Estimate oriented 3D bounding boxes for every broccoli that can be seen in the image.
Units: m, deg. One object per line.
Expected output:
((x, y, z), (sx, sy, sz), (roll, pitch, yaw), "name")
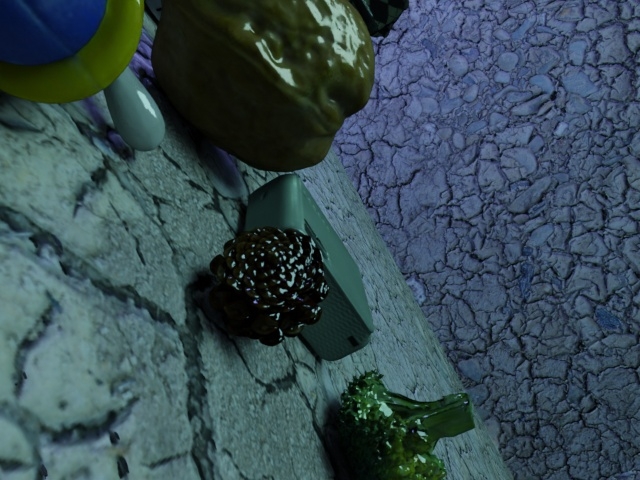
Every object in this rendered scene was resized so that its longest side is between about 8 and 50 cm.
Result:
((0.120, 0.257, 0.663), (0.194, 0.194, 0.219), (66, 7, 21), "broccoli")

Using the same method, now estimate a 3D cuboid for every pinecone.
((-0.059, 0.056, 0.552), (0.120, 0.140, 0.140), (107, -36, -58), "pinecone")

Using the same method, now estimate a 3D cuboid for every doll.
((-0.236, -0.246, 0.413), (0.311, 0.160, 0.242), (57, 13, -3), "doll")

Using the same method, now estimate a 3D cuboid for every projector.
((-0.021, 0.042, 0.780), (0.250, 0.108, 0.198), (56, 12, -29), "projector")

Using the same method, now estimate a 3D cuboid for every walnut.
((-0.094, -0.284, 0.757), (0.344, 0.306, 0.306), (32, 21, -16), "walnut")

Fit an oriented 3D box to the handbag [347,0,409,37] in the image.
((-0.027, -0.420, 1.067), (0.180, 0.416, 0.316), (58, 10, -8), "handbag")

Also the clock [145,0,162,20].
((-0.292, -0.456, 0.855), (0.176, 0.080, 0.117), (52, 14, -34), "clock")
